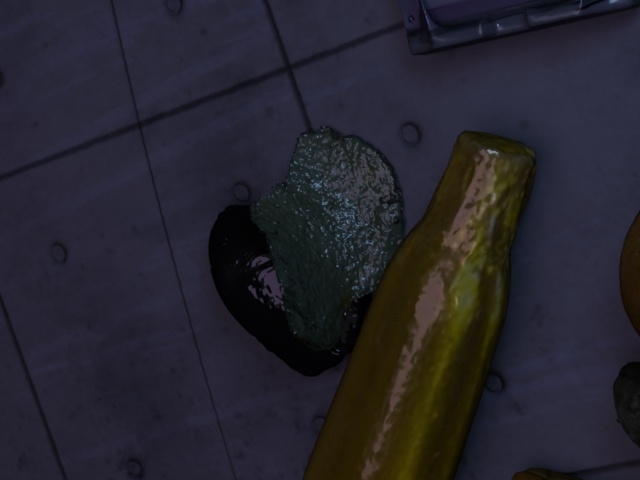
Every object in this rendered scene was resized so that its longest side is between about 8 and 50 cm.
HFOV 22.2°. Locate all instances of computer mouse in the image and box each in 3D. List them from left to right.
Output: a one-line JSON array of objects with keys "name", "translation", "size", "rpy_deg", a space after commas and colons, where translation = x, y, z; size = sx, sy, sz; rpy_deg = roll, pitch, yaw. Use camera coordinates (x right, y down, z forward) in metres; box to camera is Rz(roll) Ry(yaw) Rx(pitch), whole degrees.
[{"name": "computer mouse", "translation": [-0.047, 0.051, 1.776], "size": [0.217, 0.073, 0.122], "rpy_deg": [41, 118, 12]}]

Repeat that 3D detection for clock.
[{"name": "clock", "translation": [0.172, -0.288, 1.562], "size": [0.253, 0.083, 0.186], "rpy_deg": [-10, 97, 31]}]

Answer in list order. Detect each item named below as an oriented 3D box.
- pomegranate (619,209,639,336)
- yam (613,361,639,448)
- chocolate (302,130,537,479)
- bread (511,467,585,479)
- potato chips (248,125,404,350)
[{"name": "pomegranate", "translation": [0.363, 0.026, 1.484], "size": [0.196, 0.196, 0.196], "rpy_deg": [8, 106, 27]}, {"name": "yam", "translation": [0.378, 0.164, 1.554], "size": [0.183, 0.107, 0.107], "rpy_deg": [3, 104, 31]}, {"name": "chocolate", "translation": [0.121, 0.103, 1.664], "size": [0.162, 0.162, 0.445], "rpy_deg": [27, 110, 21]}, {"name": "bread", "translation": [0.281, 0.311, 1.665], "size": [0.200, 0.077, 0.116], "rpy_deg": [16, 102, 24]}, {"name": "potato chips", "translation": [0.003, 0.000, 1.702], "size": [0.167, 0.228, 0.059], "rpy_deg": [34, 160, -8]}]
